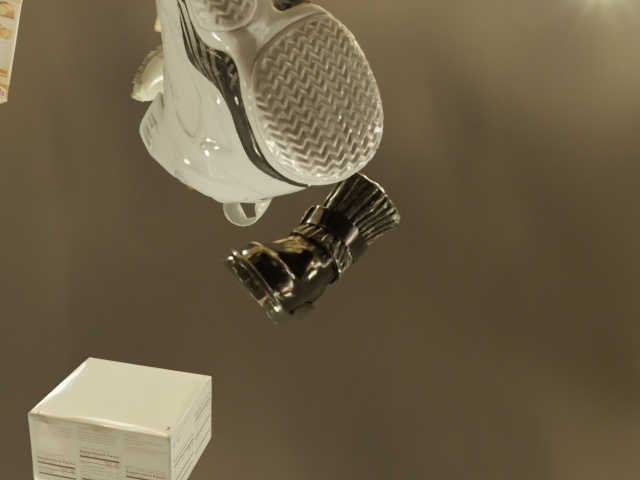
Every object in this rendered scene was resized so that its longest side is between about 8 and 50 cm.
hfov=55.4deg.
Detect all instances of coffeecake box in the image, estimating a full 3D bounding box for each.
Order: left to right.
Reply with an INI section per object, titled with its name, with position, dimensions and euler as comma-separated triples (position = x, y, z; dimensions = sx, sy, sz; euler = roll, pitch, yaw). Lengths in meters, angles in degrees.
[coffeecake box]
position = -0.600, -0.334, 1.076
dimensions = 0.068, 0.142, 0.185
euler = 12, -99, -47

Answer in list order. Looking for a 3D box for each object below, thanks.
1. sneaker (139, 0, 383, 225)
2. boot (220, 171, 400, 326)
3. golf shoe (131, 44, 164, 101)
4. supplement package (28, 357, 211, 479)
[sneaker]
position = -0.102, -0.185, 0.513
dimensions = 0.137, 0.210, 0.365
euler = -24, -94, -34
[boot]
position = -0.003, -0.003, 0.962
dimensions = 0.260, 0.348, 0.131
euler = -45, -99, 2
[golf shoe]
position = -0.185, -0.235, 0.858
dimensions = 0.086, 0.069, 0.176
euler = 34, -132, 10
[supplement package]
position = -0.360, 0.344, 1.134
dimensions = 0.262, 0.204, 0.145
euler = 7, -71, 8
